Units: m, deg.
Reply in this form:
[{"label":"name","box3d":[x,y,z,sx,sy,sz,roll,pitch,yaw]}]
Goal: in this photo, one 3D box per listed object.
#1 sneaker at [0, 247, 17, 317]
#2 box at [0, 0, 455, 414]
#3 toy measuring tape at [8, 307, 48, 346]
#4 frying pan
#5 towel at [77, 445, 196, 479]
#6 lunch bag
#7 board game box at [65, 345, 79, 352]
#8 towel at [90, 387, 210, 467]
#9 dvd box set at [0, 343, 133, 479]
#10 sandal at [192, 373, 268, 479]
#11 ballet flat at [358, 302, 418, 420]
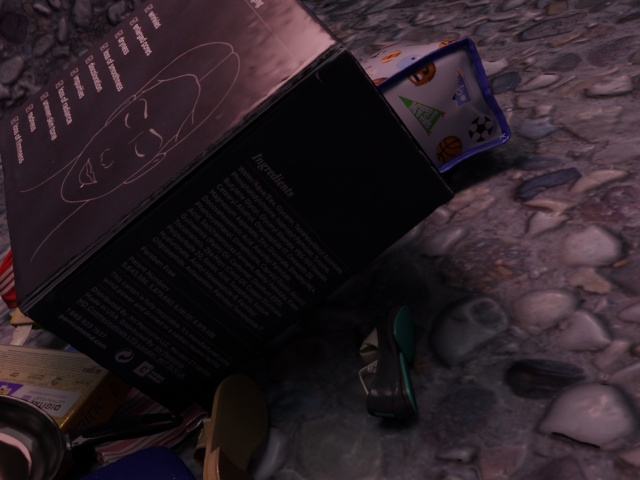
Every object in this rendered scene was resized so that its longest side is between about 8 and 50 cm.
[{"label":"sneaker","box3d":[-0.500,0.050,1.615,0.221,0.128,0.087,-27,27,-12]},{"label":"box","box3d":[-0.160,-0.115,1.199,0.472,0.297,0.480,-40,39,7]},{"label":"toy measuring tape","box3d":[-0.461,0.153,1.460,0.121,0.121,0.330,-4,53,30]},{"label":"frying pan","box3d":[-0.355,0.236,1.045,0.326,0.053,0.197,-18,42,-43]},{"label":"towel","box3d":[-0.207,0.348,0.904,0.228,0.076,0.308,-22,25,-19]},{"label":"lunch bag","box3d":[0.082,-0.208,1.563,0.385,0.239,0.328,-29,16,-5]},{"label":"board game box","box3d":[-0.352,0.199,1.335,0.133,0.033,0.168,10,44,38]},{"label":"towel","box3d":[-0.252,0.242,1.180,0.144,0.029,0.197,-32,28,-24]},{"label":"dvd box set","box3d":[-0.477,0.306,1.133,0.308,0.062,0.420,-1,37,32]},{"label":"sandal","box3d":[-0.121,0.247,1.017,0.079,0.088,0.240,-37,18,15]},{"label":"ballet flat","box3d":[0.081,0.148,1.077,0.074,0.074,0.203,-14,29,13]}]
